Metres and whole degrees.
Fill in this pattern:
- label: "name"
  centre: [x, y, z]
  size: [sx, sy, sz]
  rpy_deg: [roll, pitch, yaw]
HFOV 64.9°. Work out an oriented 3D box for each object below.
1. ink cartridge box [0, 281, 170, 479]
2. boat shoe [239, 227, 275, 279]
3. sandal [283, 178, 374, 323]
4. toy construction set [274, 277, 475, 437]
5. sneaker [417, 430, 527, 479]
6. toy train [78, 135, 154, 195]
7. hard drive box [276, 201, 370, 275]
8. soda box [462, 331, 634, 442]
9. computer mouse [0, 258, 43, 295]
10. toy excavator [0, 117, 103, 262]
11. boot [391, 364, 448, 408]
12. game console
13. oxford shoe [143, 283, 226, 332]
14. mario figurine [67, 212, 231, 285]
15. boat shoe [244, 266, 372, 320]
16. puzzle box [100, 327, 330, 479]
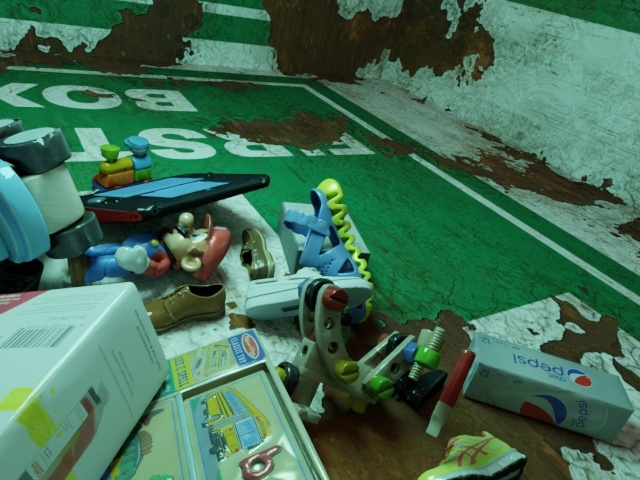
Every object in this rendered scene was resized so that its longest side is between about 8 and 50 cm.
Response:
- label: "ink cartridge box"
  centre: [-0.395, 0.223, 0.565]
  size: [0.278, 0.161, 0.385]
  rpy_deg: [-5, 26, 15]
- label: "boat shoe"
  centre: [-0.159, 0.027, 1.178]
  size: [0.060, 0.064, 0.178]
  rpy_deg: [0, 35, -26]
- label: "sandal"
  centre: [0.015, 0.032, 1.085]
  size: [0.138, 0.126, 0.318]
  rpy_deg: [-18, 78, -16]
- label: "toy construction set"
  centre: [0.059, 0.227, 0.815]
  size: [0.308, 0.257, 0.237]
  rpy_deg: [16, 70, 38]
- label: "sneaker"
  centre: [0.217, 0.350, 0.777]
  size: [0.208, 0.082, 0.094]
  rpy_deg: [1, 24, -33]
- label: "toy train"
  centre: [-0.547, -0.181, 1.294]
  size: [0.105, 0.144, 0.248]
  rpy_deg: [30, 33, 27]
- label: "hard drive box"
  centre: [0.000, 0.000, 1.264]
  size: [0.180, 0.089, 0.232]
  rpy_deg: [4, 31, -17]
- label: "soda box"
  centre: [0.422, 0.278, 0.959]
  size: [0.285, 0.091, 0.098]
  rpy_deg: [17, 28, 5]
- label: "computer mouse"
  centre: [-0.593, 0.122, 0.852]
  size: [0.183, 0.060, 0.262]
  rpy_deg: [3, 37, -11]
- label: "toy excavator"
  centre: [-0.692, -0.039, 0.863]
  size: [0.432, 0.223, 0.445]
  rpy_deg: [15, 36, 33]
- label: "boot"
  centre: [0.171, 0.256, 0.945]
  size: [0.099, 0.045, 0.121]
  rpy_deg: [30, 33, 33]
- label: "game console"
  centre: [-0.364, -0.112, 1.202]
  size: [0.341, 0.060, 0.386]
  rpy_deg: [1, 17, 39]
- label: "oxford shoe"
  centre: [-0.281, 0.120, 0.959]
  size: [0.212, 0.076, 0.076]
  rpy_deg: [-11, 39, -34]
- label: "mario figurine"
  centre: [-0.345, -0.005, 1.040]
  size: [0.320, 0.170, 0.198]
  rpy_deg: [-6, 60, -21]
- label: "boat shoe"
  centre: [-0.028, 0.094, 1.003]
  size: [0.257, 0.095, 0.084]
  rpy_deg: [-7, 54, 4]
- label: "puzzle box"
  centre: [-0.151, 0.268, 0.614]
  size: [0.271, 0.052, 0.409]
  rpy_deg: [-17, 25, -16]
